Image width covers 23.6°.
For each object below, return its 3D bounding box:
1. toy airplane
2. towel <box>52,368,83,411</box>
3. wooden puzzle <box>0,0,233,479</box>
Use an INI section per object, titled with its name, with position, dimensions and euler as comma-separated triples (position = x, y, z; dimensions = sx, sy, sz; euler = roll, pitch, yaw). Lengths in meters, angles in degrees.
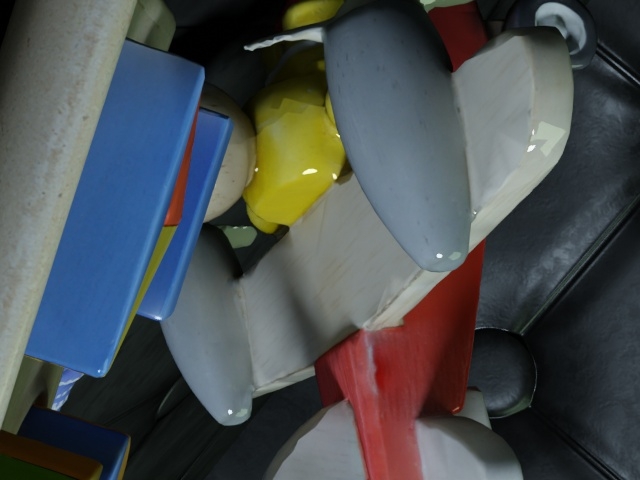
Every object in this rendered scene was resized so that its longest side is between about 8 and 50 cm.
[toy airplane]
position = 0.000, 0.000, 0.889
dimensions = 0.384, 0.273, 0.386
euler = -111, -139, -63
[towel]
position = -0.282, 0.214, 1.099
dimensions = 0.243, 0.040, 0.336
euler = -38, 162, -50
[wooden puzzle]
position = -0.105, 0.048, 0.609
dimensions = 0.348, 0.081, 0.322
euler = -156, -97, -85
